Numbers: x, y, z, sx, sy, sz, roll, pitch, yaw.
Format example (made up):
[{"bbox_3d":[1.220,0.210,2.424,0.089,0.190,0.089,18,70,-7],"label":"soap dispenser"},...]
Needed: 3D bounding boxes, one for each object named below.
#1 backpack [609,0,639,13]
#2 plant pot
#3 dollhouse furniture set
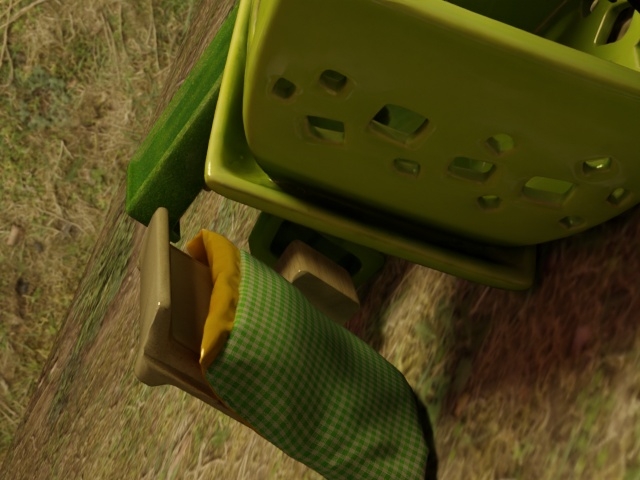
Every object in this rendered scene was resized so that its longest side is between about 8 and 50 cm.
[{"bbox_3d":[0.170,-0.110,0.438,0.144,0.188,0.166,-60,18,22],"label":"backpack"},{"bbox_3d":[0.063,-0.113,0.719,0.207,0.228,0.227,124,160,-49],"label":"plant pot"},{"bbox_3d":[0.000,0.000,0.820,0.151,0.197,0.301,-52,21,16],"label":"dollhouse furniture set"}]
